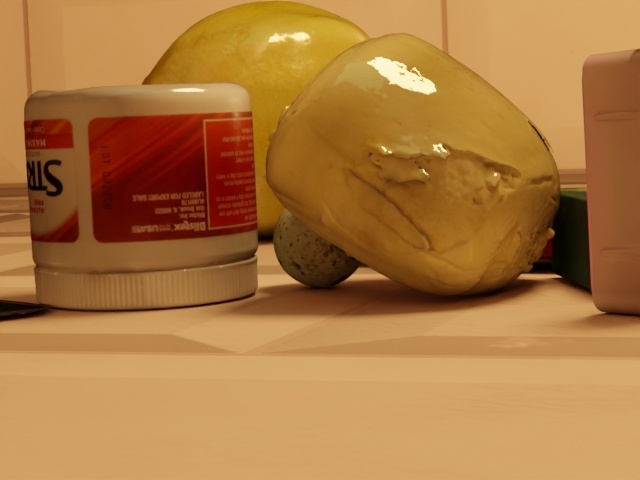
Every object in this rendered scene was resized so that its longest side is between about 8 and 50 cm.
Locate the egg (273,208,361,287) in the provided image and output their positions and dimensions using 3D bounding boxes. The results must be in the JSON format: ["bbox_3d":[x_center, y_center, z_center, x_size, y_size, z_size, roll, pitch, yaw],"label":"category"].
[{"bbox_3d":[0.000,0.000,1.532,0.085,0.085,0.110,-3,5,-3],"label":"egg"}]

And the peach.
[{"bbox_3d":[-0.071,-0.143,2.119,0.315,0.314,0.281,-7,41,-36],"label":"peach"}]

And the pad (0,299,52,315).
[{"bbox_3d":[-0.408,0.042,1.371,0.375,0.063,0.315,-7,7,-40],"label":"pad"}]

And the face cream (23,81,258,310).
[{"bbox_3d":[-0.157,-0.043,1.504,0.201,0.187,0.201,-2,5,0],"label":"face cream"}]

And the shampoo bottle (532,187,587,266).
[{"bbox_3d":[0.168,-0.013,1.672,0.314,0.076,0.118,1,8,33],"label":"shampoo bottle"}]

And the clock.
[{"bbox_3d":[0.268,-0.047,1.297,0.150,0.197,0.063,-7,5,-43],"label":"clock"}]

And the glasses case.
[{"bbox_3d":[0.237,0.000,1.457,0.039,0.078,0.184,-1,5,-5],"label":"glasses case"}]

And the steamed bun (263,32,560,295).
[{"bbox_3d":[0.099,-0.070,1.462,0.232,0.166,0.273,33,22,21],"label":"steamed bun"}]
